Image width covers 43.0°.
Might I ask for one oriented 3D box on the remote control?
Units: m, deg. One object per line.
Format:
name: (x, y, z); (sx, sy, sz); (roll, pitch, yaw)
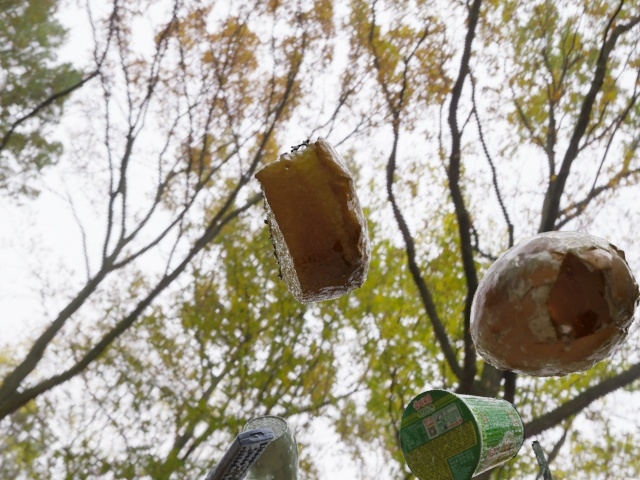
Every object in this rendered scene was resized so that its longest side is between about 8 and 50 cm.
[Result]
remote control: (-0.101, 0.257, 0.930); (0.152, 0.043, 0.027); (-55, -136, 43)

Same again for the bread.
bread: (0.003, 0.001, 1.104); (0.134, 0.129, 0.260); (54, -18, 44)

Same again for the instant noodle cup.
instant noodle cup: (0.317, 0.419, 1.742); (0.207, 0.232, 0.207); (-7, -101, 41)

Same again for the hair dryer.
hair dryer: (-0.088, 0.382, 1.091); (0.075, 0.237, 0.206); (4, -58, 22)

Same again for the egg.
egg: (0.307, 0.088, 1.090); (0.233, 0.195, 0.195); (-27, -72, 17)

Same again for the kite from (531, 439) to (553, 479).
kite: (0.256, 0.290, 0.881); (0.005, 0.137, 0.153); (99, -29, -52)
